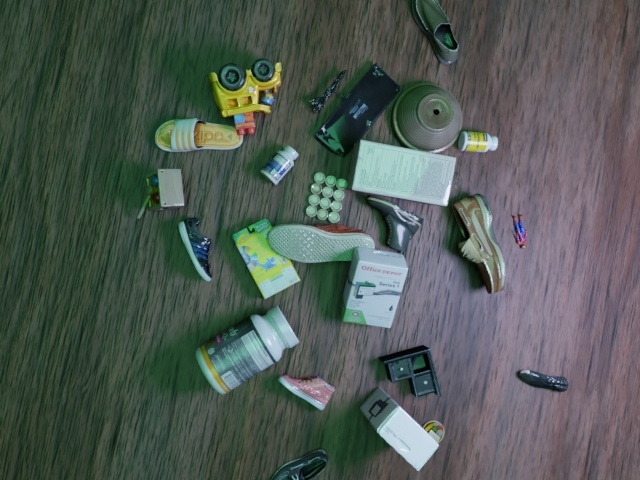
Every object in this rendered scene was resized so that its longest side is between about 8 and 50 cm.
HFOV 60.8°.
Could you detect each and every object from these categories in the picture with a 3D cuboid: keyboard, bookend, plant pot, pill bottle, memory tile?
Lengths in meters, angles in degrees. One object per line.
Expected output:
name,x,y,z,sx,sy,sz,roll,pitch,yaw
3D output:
keyboard,0.094,-0.441,1.755,0.201,0.033,0.317,41,83,-11
bookend,0.283,0.432,1.733,0.157,0.072,0.156,-13,90,-7
plant pot,0.353,-0.398,1.749,0.237,0.110,0.237,0,89,-7
pill bottle,-0.126,-0.237,1.701,0.067,0.067,0.120,41,84,-5
memory tile,0.019,-0.137,1.742,0.113,0.012,0.148,14,87,-4
pill bottle,-0.215,0.321,1.626,0.278,0.162,0.162,-31,93,-8
pill bottle,0.517,-0.323,1.791,0.116,0.065,0.065,2,88,-8

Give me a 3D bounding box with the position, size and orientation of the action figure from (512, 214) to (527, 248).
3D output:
action figure,0.670,-0.028,1.822,0.038,0.030,0.115,-11,92,-13

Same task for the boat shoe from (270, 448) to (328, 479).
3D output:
boat shoe,-0.067,0.719,1.681,0.206,0.065,0.075,-29,92,-7

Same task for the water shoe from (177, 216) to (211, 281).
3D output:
water shoe,-0.363,0.025,1.659,0.080,0.073,0.203,-25,92,-10

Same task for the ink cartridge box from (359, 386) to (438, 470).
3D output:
ink cartridge box,0.231,0.558,1.639,0.172,0.237,0.100,44,83,-5

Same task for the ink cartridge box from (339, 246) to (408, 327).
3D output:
ink cartridge box,0.161,0.145,1.674,0.160,0.092,0.219,9,115,-7

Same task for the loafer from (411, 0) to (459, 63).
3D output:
loafer,0.385,-0.702,1.772,0.094,0.087,0.251,-32,93,-7

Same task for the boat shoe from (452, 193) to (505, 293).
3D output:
boat shoe,0.502,0.015,1.761,0.120,0.122,0.324,-12,82,-3

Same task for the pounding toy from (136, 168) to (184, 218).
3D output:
pounding toy,-0.483,-0.137,1.625,0.100,0.141,0.130,-5,89,-36

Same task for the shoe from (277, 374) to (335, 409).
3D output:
shoe,-0.042,0.449,1.697,0.178,0.063,0.081,35,83,-11

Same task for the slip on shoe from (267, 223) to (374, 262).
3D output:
slip on shoe,0.000,0.000,1.687,0.331,0.101,0.123,3,115,-13

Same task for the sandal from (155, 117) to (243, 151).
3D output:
sandal,-0.372,-0.328,1.666,0.265,0.076,0.101,-2,88,-8

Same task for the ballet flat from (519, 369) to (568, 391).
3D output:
ballet flat,0.741,0.461,1.814,0.173,0.057,0.049,18,46,-8

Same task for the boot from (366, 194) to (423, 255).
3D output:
boot,0.216,-0.050,1.741,0.198,0.077,0.137,26,90,-5

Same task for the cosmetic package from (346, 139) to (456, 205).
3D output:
cosmetic package,0.252,-0.210,1.721,0.310,0.113,0.160,10,94,-6

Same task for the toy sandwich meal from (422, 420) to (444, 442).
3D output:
toy sandwich meal,0.364,0.625,1.760,0.086,0.029,0.085,0,88,-8

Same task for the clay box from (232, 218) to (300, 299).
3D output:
clay box,-0.171,0.056,1.693,0.127,0.053,0.222,-27,90,-10

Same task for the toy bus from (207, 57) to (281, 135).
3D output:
toy bus,-0.215,-0.434,1.664,0.220,0.149,0.211,-14,101,-10
